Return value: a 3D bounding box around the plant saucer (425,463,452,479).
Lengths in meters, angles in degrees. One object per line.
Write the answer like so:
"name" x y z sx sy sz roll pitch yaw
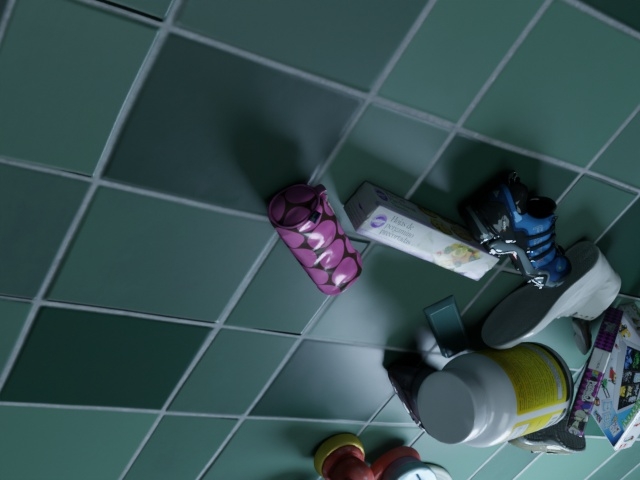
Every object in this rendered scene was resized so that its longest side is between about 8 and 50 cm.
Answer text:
"plant saucer" 0.176 0.734 2.135 0.401 0.100 0.400 -13 137 -13

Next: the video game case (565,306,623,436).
"video game case" 0.594 0.278 1.773 0.232 0.042 0.210 -33 137 -59

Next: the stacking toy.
"stacking toy" 0.109 0.603 1.878 0.309 0.130 0.279 15 107 -31

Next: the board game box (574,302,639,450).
"board game box" 0.701 0.317 1.892 0.053 0.193 0.305 -7 136 -18

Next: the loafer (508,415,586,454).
"loafer" 0.577 0.501 2.112 0.251 0.094 0.087 16 149 -26

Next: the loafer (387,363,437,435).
"loafer" 0.228 0.345 1.787 0.109 0.095 0.302 -58 146 -20

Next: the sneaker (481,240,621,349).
"sneaker" 0.481 0.144 1.674 0.292 0.108 0.169 -41 133 15

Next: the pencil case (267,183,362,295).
"pencil case" 0.000 0.000 1.311 0.098 0.095 0.209 -40 141 -7

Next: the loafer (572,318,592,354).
"loafer" 0.598 0.214 1.851 0.039 0.045 0.125 -31 136 -4

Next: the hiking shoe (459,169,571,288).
"hiking shoe" 0.386 -0.008 1.467 0.132 0.113 0.304 -43 135 20

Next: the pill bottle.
"pill bottle" 0.356 0.314 1.676 0.334 0.188 0.188 -1 135 -44

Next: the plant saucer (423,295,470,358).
"plant saucer" 0.262 0.182 1.674 0.067 0.018 0.192 -26 139 1

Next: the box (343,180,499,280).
"box" 0.180 -0.010 1.402 0.324 0.067 0.063 21 120 -38
